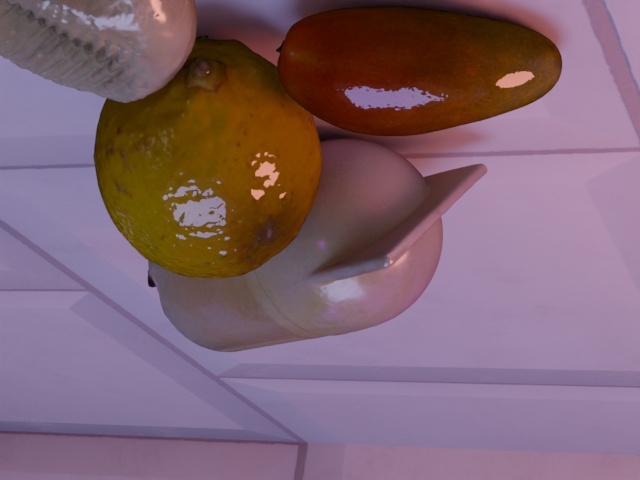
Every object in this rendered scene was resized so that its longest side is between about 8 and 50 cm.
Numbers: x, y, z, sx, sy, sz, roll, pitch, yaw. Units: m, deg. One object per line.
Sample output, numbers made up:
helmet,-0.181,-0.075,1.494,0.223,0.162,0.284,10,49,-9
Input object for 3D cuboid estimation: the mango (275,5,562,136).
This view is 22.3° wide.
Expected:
mango,0.100,-0.174,1.637,0.289,0.129,0.146,-4,157,6

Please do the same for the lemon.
lemon,-0.125,-0.090,1.760,0.254,0.253,0.310,6,151,5

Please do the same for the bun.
bun,-0.220,-0.245,1.509,0.259,0.160,0.259,22,165,6

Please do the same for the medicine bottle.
medicine bottle,0.000,0.000,1.979,0.236,0.235,0.406,24,156,-38
